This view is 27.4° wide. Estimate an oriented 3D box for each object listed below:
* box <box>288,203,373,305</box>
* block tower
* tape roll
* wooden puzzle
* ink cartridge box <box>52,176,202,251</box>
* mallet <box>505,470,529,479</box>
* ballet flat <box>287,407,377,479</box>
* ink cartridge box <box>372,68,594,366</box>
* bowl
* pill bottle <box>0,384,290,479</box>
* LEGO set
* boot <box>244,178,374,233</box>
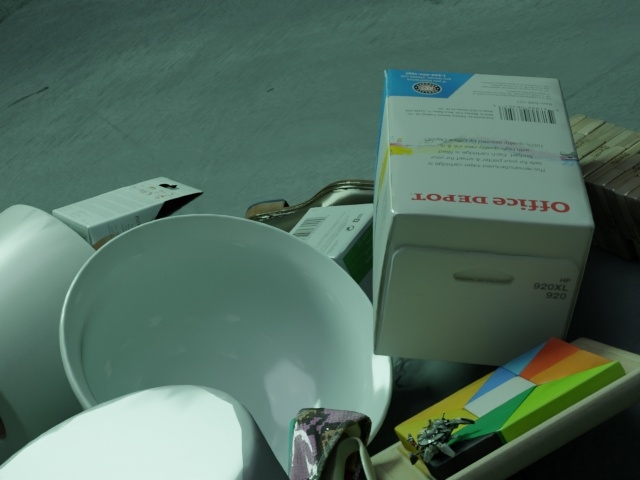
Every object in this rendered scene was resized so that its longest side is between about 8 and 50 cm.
[{"bbox_3d":[0.018,0.025,1.406,0.102,0.087,0.101,-2,35,39],"label":"box"},{"bbox_3d":[0.314,-0.037,1.252,0.097,0.091,0.335,-34,26,-15],"label":"block tower"},{"bbox_3d":[-0.311,0.107,1.370,0.169,0.246,0.246,-41,29,-30],"label":"tape roll"},{"bbox_3d":[0.144,0.136,1.027,0.221,0.044,0.239,-29,1,-7],"label":"wooden puzzle"},{"bbox_3d":[-0.274,-0.039,1.872,0.179,0.045,0.145,-17,19,-27],"label":"ink cartridge box"},{"bbox_3d":[0.091,0.246,0.991,0.190,0.062,0.039,-40,19,3],"label":"mallet"},{"bbox_3d":[0.006,0.214,1.003,0.079,0.077,0.221,-13,40,20],"label":"ballet flat"},{"bbox_3d":[0.136,-0.023,1.199,0.171,0.168,0.232,4,38,-1],"label":"ink cartridge box"},{"bbox_3d":[-0.094,0.129,1.192,0.298,0.134,0.297,10,47,-11],"label":"bowl"},{"bbox_3d":[-0.037,0.265,0.683,0.204,0.361,0.204,-21,26,11],"label":"pill bottle"},{"bbox_3d":[0.082,0.142,0.969,0.054,0.023,0.083,-32,7,-24],"label":"LEGO set"},{"bbox_3d":[0.000,0.000,1.509,0.219,0.082,0.106,-13,45,31],"label":"boot"}]
